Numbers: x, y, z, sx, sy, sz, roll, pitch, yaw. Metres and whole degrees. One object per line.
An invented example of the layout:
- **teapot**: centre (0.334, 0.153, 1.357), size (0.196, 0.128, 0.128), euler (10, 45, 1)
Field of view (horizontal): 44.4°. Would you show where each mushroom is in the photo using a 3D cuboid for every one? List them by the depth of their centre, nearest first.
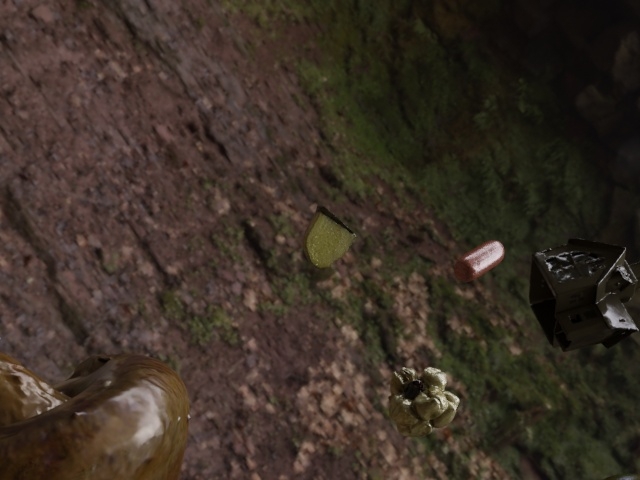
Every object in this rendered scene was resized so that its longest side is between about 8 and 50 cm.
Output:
- **mushroom**: centre (-0.246, 0.187, 0.682), size (0.283, 0.263, 0.195), euler (10, -66, 28)

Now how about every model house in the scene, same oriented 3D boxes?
- **model house**: centre (0.584, 0.114, 1.621), size (0.211, 0.243, 0.204), euler (75, -2, -48)

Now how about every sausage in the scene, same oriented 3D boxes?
- **sausage**: centre (0.370, 0.046, 1.822), size (0.062, 0.154, 0.062), euler (25, -52, 38)

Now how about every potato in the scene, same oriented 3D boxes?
- **potato**: centre (0.000, 0.000, 1.526), size (0.096, 0.103, 0.066), euler (42, -14, -17)

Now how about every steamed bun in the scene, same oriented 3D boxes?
- **steamed bun**: centre (0.268, 0.416, 2.082), size (0.178, 0.192, 0.106), euler (-89, 163, -45)

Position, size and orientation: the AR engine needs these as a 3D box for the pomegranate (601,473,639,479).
- **pomegranate**: centre (0.555, 0.522, 1.475), size (0.210, 0.179, 0.179), euler (4, -47, 48)
